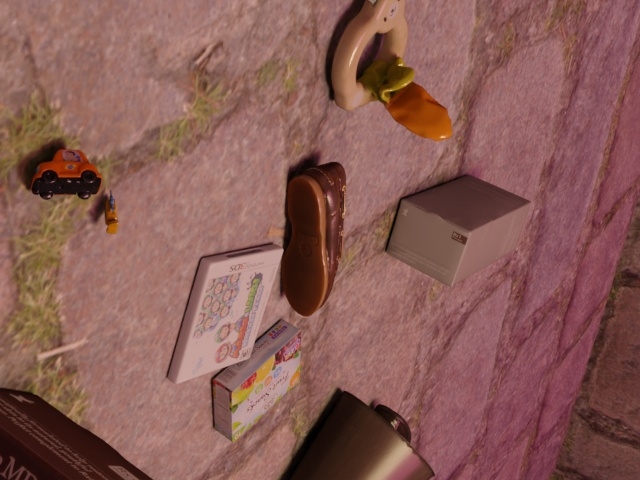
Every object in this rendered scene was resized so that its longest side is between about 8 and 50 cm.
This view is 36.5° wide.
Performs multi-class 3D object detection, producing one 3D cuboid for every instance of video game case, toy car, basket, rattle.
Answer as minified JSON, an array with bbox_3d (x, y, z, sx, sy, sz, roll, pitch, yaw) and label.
[{"bbox_3d":[-0.111,0.085,1.150,0.143,0.019,0.157,-12,125,-57],"label":"video game case"},{"bbox_3d":[-0.215,-0.044,0.850,0.122,0.060,0.040,94,-13,-68],"label":"toy car"},{"bbox_3d":[0.035,0.390,1.543,0.227,0.204,0.154,-46,-169,-14],"label":"basket"},{"bbox_3d":[0.091,-0.225,1.100,0.130,0.143,0.199,-14,135,-34],"label":"rattle"}]

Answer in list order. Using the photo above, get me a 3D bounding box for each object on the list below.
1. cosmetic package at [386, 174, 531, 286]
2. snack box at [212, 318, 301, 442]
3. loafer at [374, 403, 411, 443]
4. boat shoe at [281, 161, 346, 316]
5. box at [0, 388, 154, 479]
[{"bbox_3d":[0.221,-0.021,1.525,0.238,0.127,0.107,-23,134,-50],"label":"cosmetic package"},{"bbox_3d":[-0.081,0.183,1.272,0.141,0.037,0.100,-39,147,-38],"label":"snack box"},{"bbox_3d":[0.107,0.385,1.745,0.078,0.080,0.220,-40,146,-39],"label":"loafer"},{"bbox_3d":[0.000,0.000,1.208,0.073,0.073,0.207,-32,141,-42],"label":"boat shoe"},{"bbox_3d":[-0.312,0.336,0.833,0.381,0.191,0.143,-61,153,-4],"label":"box"}]
